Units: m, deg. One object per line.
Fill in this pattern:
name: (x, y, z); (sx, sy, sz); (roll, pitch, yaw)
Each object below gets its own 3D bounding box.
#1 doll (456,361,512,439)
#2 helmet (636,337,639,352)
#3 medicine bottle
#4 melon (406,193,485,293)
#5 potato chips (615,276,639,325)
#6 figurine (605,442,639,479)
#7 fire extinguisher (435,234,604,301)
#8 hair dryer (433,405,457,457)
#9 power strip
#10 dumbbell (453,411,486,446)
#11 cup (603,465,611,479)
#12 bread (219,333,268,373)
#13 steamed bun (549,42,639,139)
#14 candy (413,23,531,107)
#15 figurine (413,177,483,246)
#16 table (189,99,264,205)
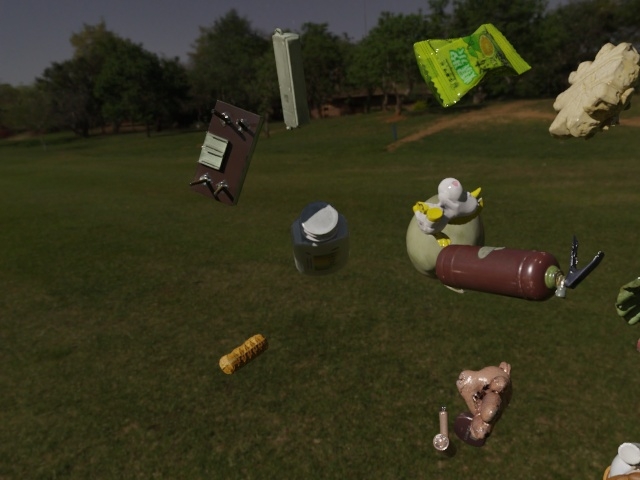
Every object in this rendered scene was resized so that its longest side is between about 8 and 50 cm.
doll: (0.449, 0.445, 1.439); (0.156, 0.201, 0.303); (29, 12, 22)
helmet: (0.795, 0.248, 1.212); (0.065, 0.049, 0.084); (-47, 41, -9)
medicine bottle: (0.000, 0.000, 1.589); (0.179, 0.124, 0.324); (-8, -26, -3)
melon: (0.407, -0.008, 1.666); (0.271, 0.272, 0.308); (4, 38, 35)
potato chips: (0.940, 0.086, 1.244); (0.373, 0.097, 0.389); (-13, -28, -15)
figurine: (0.589, 0.463, 0.914); (0.142, 0.189, 0.263); (-34, -18, 31)
fire extinguisher: (0.397, 0.050, 1.041); (0.102, 0.138, 0.344); (24, -11, -31)
hair dryer: (0.483, 0.734, 1.975); (0.064, 0.117, 0.182); (-13, 49, 27)
power strip: (-0.079, -0.434, 1.387); (0.052, 0.272, 0.078); (-22, 33, -25)
dumbbell: (0.603, 0.656, 1.931); (0.124, 0.140, 0.225); (24, 39, 29)
cup: (0.968, 0.809, 1.573); (0.182, 0.264, 0.226); (33, -24, -10)
bread: (-0.197, 0.296, 1.336); (0.044, 0.052, 0.157); (-25, 2, 42)
steamed bun: (0.777, -0.390, 1.418); (0.137, 0.292, 0.295); (30, 22, -9)
candy: (0.320, -0.381, 1.066); (0.246, 0.149, 0.069); (-26, -5, -26)
figurine: (0.314, -0.079, 1.238); (0.178, 0.129, 0.109); (-41, 15, -7)
table: (-0.245, -0.216, 1.274); (0.121, 0.240, 0.111); (21, 12, 7)
